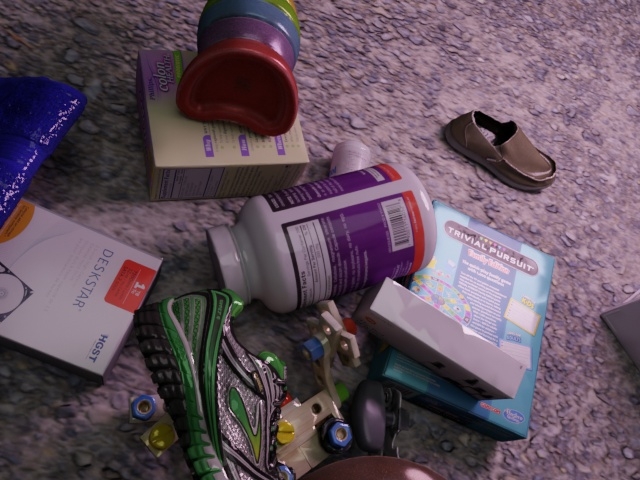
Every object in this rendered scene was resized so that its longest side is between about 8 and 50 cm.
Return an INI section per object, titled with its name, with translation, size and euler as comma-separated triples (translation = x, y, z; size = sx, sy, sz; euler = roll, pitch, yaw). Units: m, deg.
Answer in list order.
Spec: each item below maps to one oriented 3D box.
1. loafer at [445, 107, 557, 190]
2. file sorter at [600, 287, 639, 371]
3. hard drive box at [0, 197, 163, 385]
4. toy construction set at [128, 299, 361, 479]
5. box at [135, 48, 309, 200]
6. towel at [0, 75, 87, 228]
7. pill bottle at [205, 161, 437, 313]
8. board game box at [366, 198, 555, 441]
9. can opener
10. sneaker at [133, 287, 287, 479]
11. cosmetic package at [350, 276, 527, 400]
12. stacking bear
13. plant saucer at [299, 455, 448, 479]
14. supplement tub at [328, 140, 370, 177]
[loafer]
translation = 0.375, -0.183, 1.154
size = 0.251, 0.087, 0.094
euler = 24, 62, -9
[file sorter]
translation = 0.709, 0.139, 1.032
size = 0.173, 0.277, 0.192
euler = -24, 78, -31
[hard drive box]
translation = -0.362, 0.066, 0.784
size = 0.232, 0.089, 0.181
euler = 24, 63, -9
[toy construction set]
translation = -0.074, 0.230, 0.793
size = 0.328, 0.151, 0.215
euler = -29, 79, -17
[box]
translation = -0.167, -0.188, 0.948
size = 0.243, 0.117, 0.213
euler = -5, 70, -22
[towel]
translation = -0.473, -0.097, 0.760
size = 0.228, 0.076, 0.308
euler = 3, 58, 26
[pill bottle]
translation = 0.000, 0.000, 0.876
size = 0.323, 0.181, 0.181
euler = -16, 74, -15
[board game box]
translation = 0.248, 0.130, 0.979
size = 0.254, 0.079, 0.335
euler = 25, 62, -7
[can opener]
translation = 0.069, 0.346, 0.821
size = 0.095, 0.076, 0.283
euler = 19, 64, -21
[sneaker]
translation = -0.086, 0.205, 0.647
size = 0.147, 0.134, 0.343
euler = -23, 77, -16
[cosmetic package]
translation = 0.168, 0.149, 0.840
size = 0.239, 0.099, 0.060
euler = 32, 66, -3
[stacking bear]
translation = -0.107, -0.332, 0.883
size = 0.176, 0.164, 0.288
euler = 11, 59, -15
[plant saucer]
translation = 0.067, 0.427, 0.717
size = 0.311, 0.050, 0.310
euler = 0, 93, -2
[supplement tub]
translation = 0.050, -0.114, 1.019
size = 0.071, 0.071, 0.107
euler = 15, 63, -13
